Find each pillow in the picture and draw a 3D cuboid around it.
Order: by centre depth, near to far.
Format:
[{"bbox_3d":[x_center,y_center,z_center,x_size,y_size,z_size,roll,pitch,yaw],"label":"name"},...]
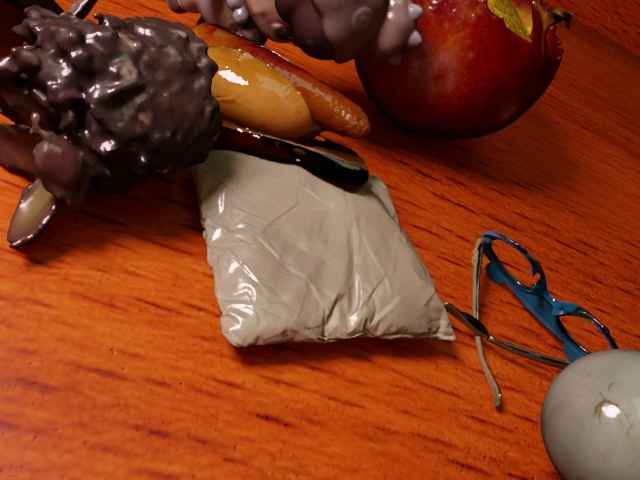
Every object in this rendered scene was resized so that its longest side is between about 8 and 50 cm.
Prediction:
[{"bbox_3d":[0.001,-0.001,0.669,0.281,0.076,0.274,5,46,-29],"label":"pillow"}]

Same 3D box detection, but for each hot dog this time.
[{"bbox_3d":[-0.073,-0.195,0.737,0.326,0.107,0.194,19,26,-4],"label":"hot dog"}]

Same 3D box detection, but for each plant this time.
[{"bbox_3d":[-0.228,-0.132,0.574,0.234,0.203,0.178,-22,23,-32],"label":"plant"}]

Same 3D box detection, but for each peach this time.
[{"bbox_3d":[0.226,-0.329,0.990,0.335,0.310,0.406,38,32,-1],"label":"peach"}]

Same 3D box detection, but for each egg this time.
[{"bbox_3d":[0.318,0.197,0.590,0.231,0.168,0.168,26,32,-47],"label":"egg"}]

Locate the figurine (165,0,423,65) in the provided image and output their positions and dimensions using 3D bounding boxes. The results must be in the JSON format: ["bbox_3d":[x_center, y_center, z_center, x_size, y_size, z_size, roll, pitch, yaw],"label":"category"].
[{"bbox_3d":[-0.046,-0.351,0.809,0.381,0.248,0.203,2,39,34],"label":"figurine"}]

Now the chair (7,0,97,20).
[{"bbox_3d":[-0.401,-0.310,0.687,0.160,0.319,0.186,38,-5,5],"label":"chair"}]

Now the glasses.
[{"bbox_3d":[0.253,0.101,0.712,0.239,0.102,0.207,48,41,17],"label":"glasses"}]
